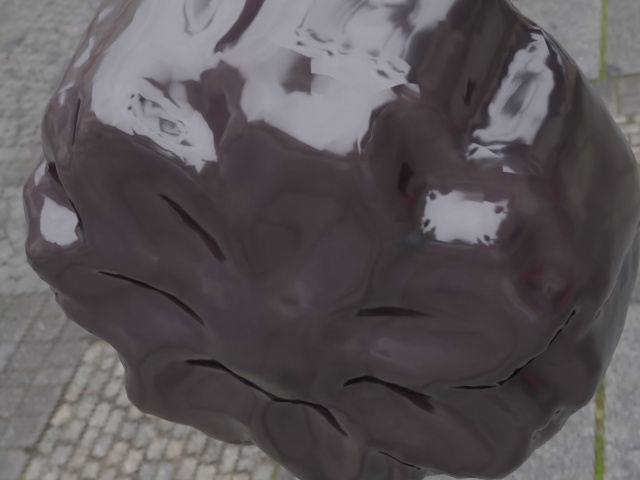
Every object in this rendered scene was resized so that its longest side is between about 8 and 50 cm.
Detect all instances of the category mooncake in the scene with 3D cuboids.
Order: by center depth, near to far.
[{"bbox_3d":[0.000,0.000,0.553,0.283,0.283,0.141,3,49,26],"label":"mooncake"}]
